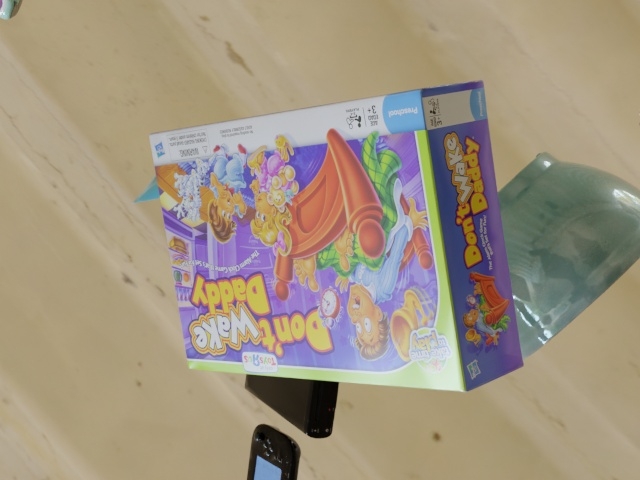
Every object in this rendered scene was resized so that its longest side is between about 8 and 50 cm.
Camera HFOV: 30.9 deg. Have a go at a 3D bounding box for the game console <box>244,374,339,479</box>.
[{"bbox_3d":[-0.053,0.275,1.541,0.044,0.213,0.361,4,-83,-26],"label":"game console"}]

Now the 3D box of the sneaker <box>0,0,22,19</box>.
[{"bbox_3d":[-0.305,-0.265,1.092,0.069,0.038,0.098,27,-74,-6],"label":"sneaker"}]

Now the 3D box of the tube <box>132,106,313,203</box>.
[{"bbox_3d":[-0.093,-0.084,1.189,0.207,0.080,0.052,-14,-70,22],"label":"tube"}]

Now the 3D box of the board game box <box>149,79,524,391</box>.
[{"bbox_3d":[0.000,0.000,1.010,0.078,0.347,0.233,-15,-82,-43],"label":"board game box"}]

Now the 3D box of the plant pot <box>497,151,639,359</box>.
[{"bbox_3d":[0.324,-0.001,1.642,0.293,0.293,0.196,-42,-97,-12],"label":"plant pot"}]
